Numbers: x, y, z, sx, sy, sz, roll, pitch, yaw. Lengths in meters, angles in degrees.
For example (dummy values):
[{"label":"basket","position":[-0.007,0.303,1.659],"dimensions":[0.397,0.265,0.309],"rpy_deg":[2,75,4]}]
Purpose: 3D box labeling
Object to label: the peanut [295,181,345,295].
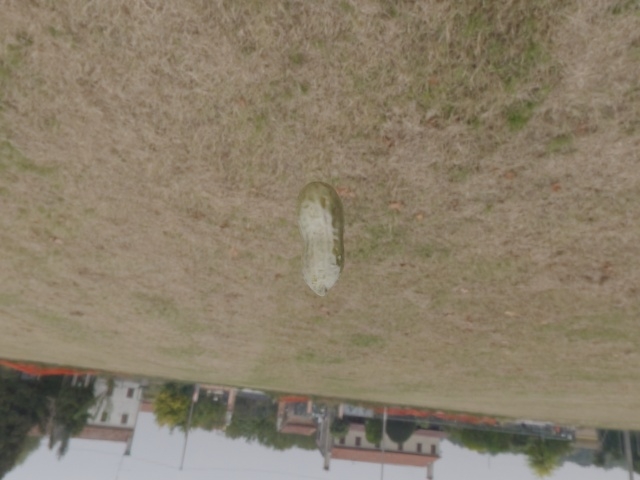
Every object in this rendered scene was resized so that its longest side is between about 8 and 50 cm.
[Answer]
[{"label":"peanut","position":[0.000,0.000,0.341],"dimensions":[0.037,0.084,0.037],"rpy_deg":[3,-165,-1]}]
